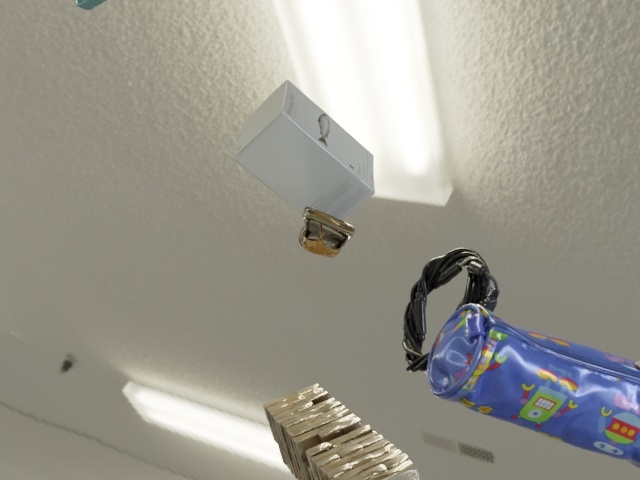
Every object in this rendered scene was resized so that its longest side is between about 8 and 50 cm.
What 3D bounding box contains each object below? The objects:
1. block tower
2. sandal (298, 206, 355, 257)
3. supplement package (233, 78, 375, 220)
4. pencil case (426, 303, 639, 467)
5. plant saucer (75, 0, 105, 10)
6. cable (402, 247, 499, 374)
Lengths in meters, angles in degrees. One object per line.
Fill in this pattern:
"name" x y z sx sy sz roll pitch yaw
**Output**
"block tower" 0.026 0.282 0.933 0.335 0.097 0.090 -161 -127 -70
"sandal" 0.000 0.000 0.981 0.072 0.049 0.180 21 -15 -4
"supplement package" -0.019 -0.118 1.047 0.179 0.105 0.105 38 -59 -23
"pencil case" 0.284 0.171 0.874 0.306 0.119 0.133 20 -55 -10
"plant saucer" -0.201 -0.329 0.858 0.192 0.067 0.018 -28 -45 8
"cable" 0.158 0.095 0.990 0.047 0.184 0.150 24 14 -28
